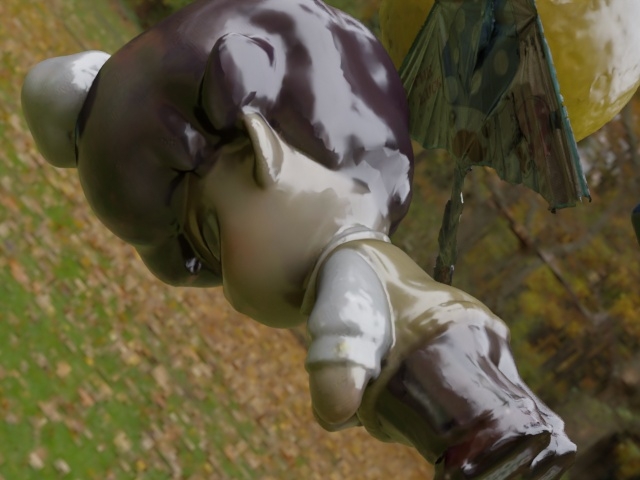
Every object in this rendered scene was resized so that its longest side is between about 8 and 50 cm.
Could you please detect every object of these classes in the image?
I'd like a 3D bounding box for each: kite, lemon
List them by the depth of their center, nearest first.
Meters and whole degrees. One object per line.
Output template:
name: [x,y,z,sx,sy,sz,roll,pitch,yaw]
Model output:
kite: [0.099,-0.075,0.907,0.011,0.314,0.335,2,14,-19]
lemon: [0.196,-0.224,1.345,0.297,0.297,0.297,51,2,-3]

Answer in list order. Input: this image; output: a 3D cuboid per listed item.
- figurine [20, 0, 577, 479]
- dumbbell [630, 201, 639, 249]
figurine: [-0.011,0.017,0.795,0.218,0.206,0.365,17,42,-52]
dumbbell: [0.397,0.089,1.216,0.156,0.143,0.316,-9,-79,59]
